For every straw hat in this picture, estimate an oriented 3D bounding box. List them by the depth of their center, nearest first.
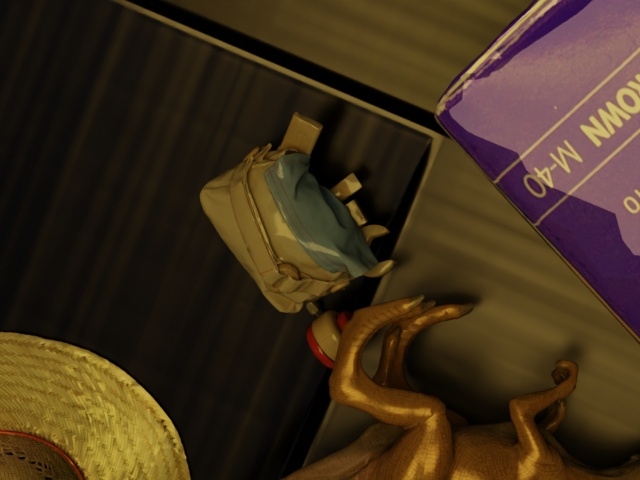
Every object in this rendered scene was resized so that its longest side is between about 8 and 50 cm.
[{"bbox_3d":[-0.125,0.104,0.551,0.144,0.061,0.144,1,97,8],"label":"straw hat"}]

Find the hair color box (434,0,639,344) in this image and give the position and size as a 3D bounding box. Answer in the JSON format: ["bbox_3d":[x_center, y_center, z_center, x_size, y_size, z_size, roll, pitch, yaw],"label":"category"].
[{"bbox_3d":[0.187,0.049,0.434,0.110,0.185,0.339,-44,88,11],"label":"hair color box"}]

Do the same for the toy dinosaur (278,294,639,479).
[{"bbox_3d":[0.027,0.079,0.505,0.211,0.064,0.112,-7,82,-4],"label":"toy dinosaur"}]

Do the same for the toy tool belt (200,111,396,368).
[{"bbox_3d":[0.000,0.000,0.525,0.051,0.052,0.083,-36,91,19],"label":"toy tool belt"}]
